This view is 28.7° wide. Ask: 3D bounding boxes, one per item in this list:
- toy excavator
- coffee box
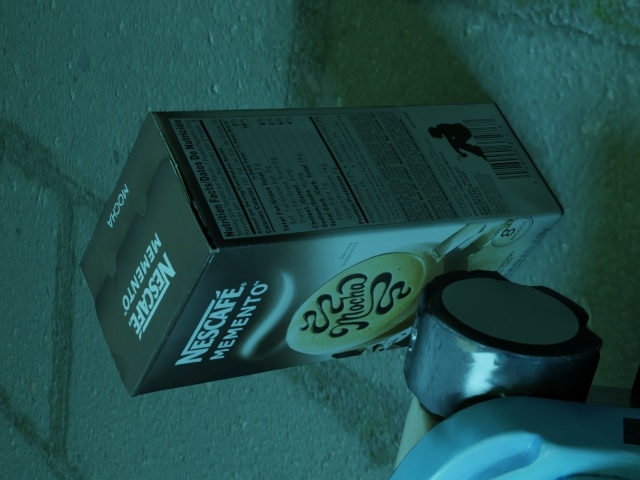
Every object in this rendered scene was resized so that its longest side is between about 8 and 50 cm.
[{"bbox_3d":[0.248,0.229,0.613,0.445,0.432,0.222,-103,23,-64],"label":"toy excavator"},{"bbox_3d":[0.000,0.000,0.897,0.119,0.297,0.168,63,141,28],"label":"coffee box"}]
